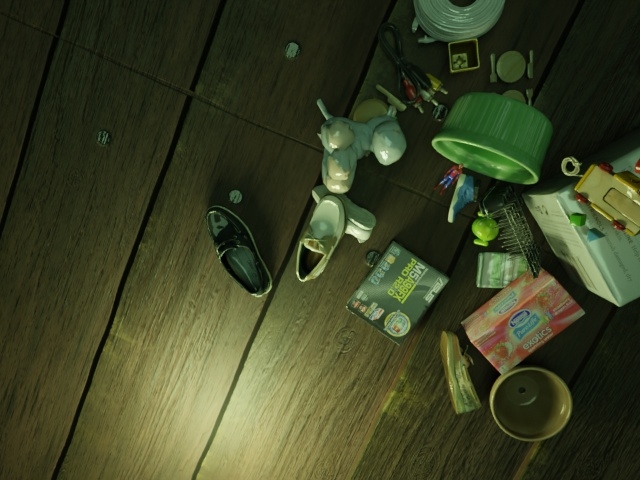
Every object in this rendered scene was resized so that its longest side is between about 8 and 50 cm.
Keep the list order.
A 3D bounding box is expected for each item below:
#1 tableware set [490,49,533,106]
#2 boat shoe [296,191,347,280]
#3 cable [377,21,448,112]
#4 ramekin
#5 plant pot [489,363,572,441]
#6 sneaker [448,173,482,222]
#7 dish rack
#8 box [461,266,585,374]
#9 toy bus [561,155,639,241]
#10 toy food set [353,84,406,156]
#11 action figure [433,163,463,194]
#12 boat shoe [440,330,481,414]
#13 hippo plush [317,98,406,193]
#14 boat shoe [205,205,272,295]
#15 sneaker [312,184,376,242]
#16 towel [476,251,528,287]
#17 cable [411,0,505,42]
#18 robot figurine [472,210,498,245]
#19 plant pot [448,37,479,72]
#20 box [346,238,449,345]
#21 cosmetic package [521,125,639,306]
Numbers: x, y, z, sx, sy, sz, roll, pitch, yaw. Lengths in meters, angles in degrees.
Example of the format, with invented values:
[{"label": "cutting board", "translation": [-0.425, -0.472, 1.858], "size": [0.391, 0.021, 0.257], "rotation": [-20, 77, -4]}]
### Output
[{"label": "tableware set", "translation": [0.557, -0.455, 1.392], "size": [0.128, 0.039, 0.194], "rotation": [-6, 103, -3]}, {"label": "boat shoe", "translation": [0.000, 0.000, 1.438], "size": [0.113, 0.103, 0.303], "rotation": [24, 124, 14]}, {"label": "cable", "translation": [0.248, -0.511, 1.417], "size": [0.139, 0.072, 0.287], "rotation": [-38, 83, -5]}, {"label": "ramekin", "translation": [0.478, -0.283, 1.299], "size": [0.303, 0.303, 0.148], "rotation": [24, 93, 4]}, {"label": "plant pot", "translation": [0.644, 0.488, 1.472], "size": [0.237, 0.110, 0.238], "rotation": [1, 99, 8]}, {"label": "sneaker", "translation": [0.447, -0.121, 1.441], "size": [0.084, 0.058, 0.152], "rotation": [17, 93, 14]}, {"label": "dish rack", "translation": [0.559, -0.024, 1.360], "size": [0.074, 0.208, 0.272], "rotation": [-22, 96, 36]}, {"label": "box", "translation": [0.597, 0.232, 1.415], "size": [0.300, 0.142, 0.154], "rotation": [-42, 97, 13]}, {"label": "toy bus", "translation": [0.671, -0.106, 1.057], "size": [0.104, 0.190, 0.202], "rotation": [-13, 95, -33]}, {"label": "toy food set", "translation": [0.166, -0.372, 1.460], "size": [0.132, 0.038, 0.192], "rotation": [42, 111, 6]}, {"label": "action figure", "translation": [0.394, -0.190, 1.433], "size": [0.038, 0.030, 0.115], "rotation": [41, 123, 5]}, {"label": "boat shoe", "translation": [0.445, 0.413, 1.500], "size": [0.089, 0.105, 0.286], "rotation": [-12, 106, 5]}, {"label": "hippo plush", "translation": [0.124, -0.268, 1.385], "size": [0.236, 0.294, 0.235], "rotation": [-4, 121, -7]}, {"label": "boat shoe", "translation": [-0.279, 0.039, 1.532], "size": [0.127, 0.113, 0.340], "rotation": [-26, 93, 11]}, {"label": "sneaker", "translation": [0.062, -0.084, 1.487], "size": [0.235, 0.090, 0.095], "rotation": [40, 144, 15]}, {"label": "towel", "translation": [0.570, 0.095, 1.472], "size": [0.151, 0.023, 0.113], "rotation": [3, 99, 7]}, {"label": "cable", "translation": [0.395, -0.697, 1.339], "size": [0.256, 0.089, 0.258], "rotation": [4, 87, 8]}, {"label": "robot figurine", "translation": [0.496, -0.036, 1.417], "size": [0.066, 0.115, 0.101], "rotation": [9, 99, 6]}, {"label": "plant pot", "translation": [0.412, -0.532, 1.376], "size": [0.081, 0.083, 0.082], "rotation": [-7, 98, 8]}, {"label": "box", "translation": [0.243, 0.164, 1.506], "size": [0.216, 0.060, 0.270], "rotation": [35, 101, 2]}, {"label": "cosmetic package", "translation": [0.830, -0.087, 1.256], "size": [0.393, 0.329, 0.328], "rotation": [-30, 90, 10]}]
